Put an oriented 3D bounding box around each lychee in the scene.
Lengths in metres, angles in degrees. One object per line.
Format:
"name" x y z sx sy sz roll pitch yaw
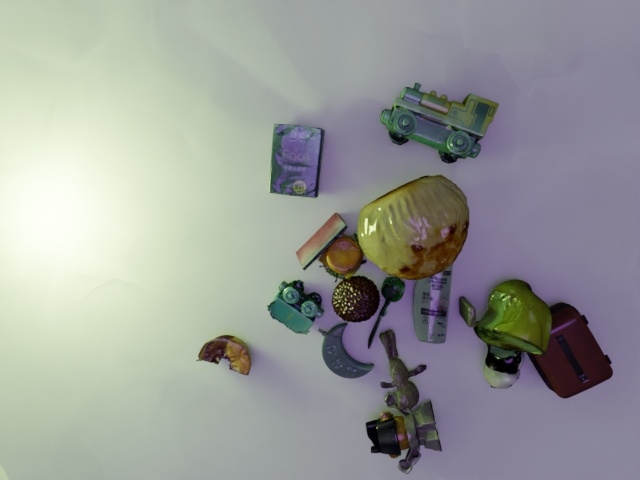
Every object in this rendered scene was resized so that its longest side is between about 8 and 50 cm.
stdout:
"lychee" 0.139 0.226 1.714 0.188 0.188 0.188 1 99 6

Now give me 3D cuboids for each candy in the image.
"candy" 0.239 0.285 1.780 0.097 0.097 0.323 21 109 3

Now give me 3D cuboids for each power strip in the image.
"power strip" 0.540 0.262 1.686 0.028 0.169 0.076 -2 100 4
"power strip" 0.085 0.440 1.824 0.167 0.054 0.253 -34 95 9

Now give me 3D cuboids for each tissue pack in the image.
"tissue pack" -0.090 -0.295 1.710 0.185 0.081 0.257 7 101 5

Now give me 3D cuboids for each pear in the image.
"pear" 0.695 0.254 1.617 0.164 0.238 0.255 38 72 -20

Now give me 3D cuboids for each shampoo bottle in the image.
"shampoo bottle" 0.420 0.205 1.737 0.134 0.078 0.359 4 100 8

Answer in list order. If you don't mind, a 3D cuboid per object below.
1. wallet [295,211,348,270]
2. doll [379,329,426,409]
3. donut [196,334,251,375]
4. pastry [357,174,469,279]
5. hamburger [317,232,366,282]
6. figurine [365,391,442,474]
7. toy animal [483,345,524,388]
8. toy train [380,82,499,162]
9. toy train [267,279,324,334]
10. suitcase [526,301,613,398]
"wallet" 0.000 0.000 1.734 0.232 0.119 0.025 -45 124 11
"doll" 0.294 0.506 1.772 0.286 0.202 0.091 51 140 -12
"donut" -0.368 0.450 1.859 0.217 0.085 0.141 22 100 1
"pastry" 0.324 -0.037 1.562 0.388 0.388 0.312 -23 96 9
"hamburger" 0.088 0.058 1.732 0.164 0.093 0.189 43 86 11
"figurine" 0.320 0.749 1.803 0.308 0.143 0.308 -4 64 8
"toy animal" 0.686 0.461 1.721 0.138 0.166 0.179 7 113 28
"toy train" 0.402 -0.424 1.610 0.369 0.150 0.237 21 92 2
"toy train" -0.093 0.257 1.788 0.203 0.112 0.163 36 107 0
"suitcase" 0.883 0.398 1.676 0.236 0.161 0.297 -32 96 11
